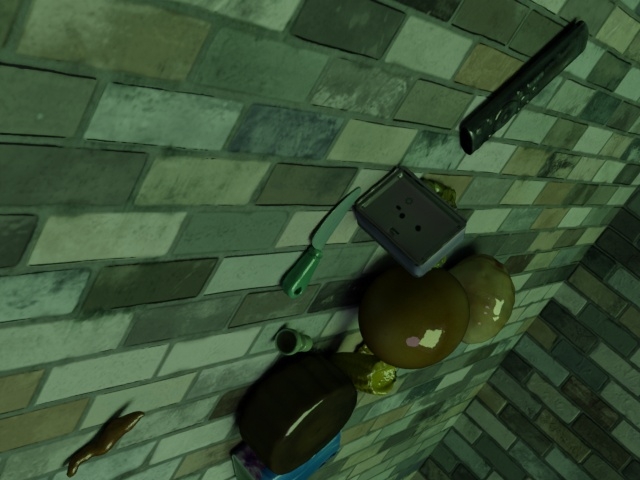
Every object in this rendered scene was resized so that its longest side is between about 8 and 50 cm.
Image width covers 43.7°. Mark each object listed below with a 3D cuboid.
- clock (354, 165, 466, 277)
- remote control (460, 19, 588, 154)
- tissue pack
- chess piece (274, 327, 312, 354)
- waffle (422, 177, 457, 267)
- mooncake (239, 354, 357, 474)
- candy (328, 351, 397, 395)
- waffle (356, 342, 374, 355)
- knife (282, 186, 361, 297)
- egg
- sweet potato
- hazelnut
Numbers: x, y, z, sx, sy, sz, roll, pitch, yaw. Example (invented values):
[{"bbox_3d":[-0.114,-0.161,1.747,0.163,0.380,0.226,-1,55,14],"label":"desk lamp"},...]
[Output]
[{"bbox_3d":[0.180,-0.040,1.606,0.144,0.193,0.073,-40,155,-13],"label":"clock"},{"bbox_3d":[0.455,-0.339,1.776,0.377,0.044,0.107,-42,150,-11],"label":"remote control"},{"bbox_3d":[-0.086,0.559,2.098,0.263,0.146,0.198,-35,153,-24],"label":"tissue pack"},{"bbox_3d":[-0.051,0.232,1.800,0.059,0.059,0.149,-49,159,4],"label":"chess piece"},{"bbox_3d":[0.258,-0.029,1.819,0.223,0.054,0.204,8,97,-60],"label":"waffle"},{"bbox_3d":[-0.055,0.407,1.915,0.290,0.161,0.290,-35,150,-24],"label":"mooncake"},{"bbox_3d":[0.091,0.325,2.004,0.106,0.199,0.094,11,86,-41],"label":"candy"},{"bbox_3d":[0.184,0.301,2.258,0.254,0.052,0.245,-33,150,-26],"label":"waffle"},{"bbox_3d":[-0.001,0.000,1.583,0.063,0.034,0.260,16,108,-54],"label":"knife"},{"bbox_3d":[0.232,0.178,1.923,0.322,0.250,0.250,-11,136,-53],"label":"egg"},{"bbox_3d":[-0.399,0.372,1.481,0.179,0.044,0.044,-38,154,-3],"label":"sweet potato"},{"bbox_3d":[0.433,0.154,2.266,0.261,0.241,0.261,24,90,-87],"label":"hazelnut"}]
